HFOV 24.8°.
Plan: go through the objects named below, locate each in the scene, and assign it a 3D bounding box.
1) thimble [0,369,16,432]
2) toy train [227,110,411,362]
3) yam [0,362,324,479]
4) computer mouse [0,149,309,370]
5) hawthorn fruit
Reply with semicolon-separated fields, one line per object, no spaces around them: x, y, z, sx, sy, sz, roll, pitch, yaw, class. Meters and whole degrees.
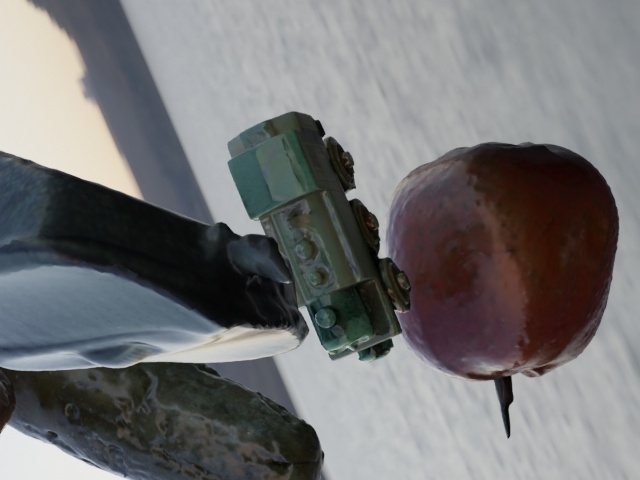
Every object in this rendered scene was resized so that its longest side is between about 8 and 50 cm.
-0.335;0.157;1.034;0.162;0.239;0.239;35;180;-8;thimble
0.000;0.000;1.078;0.194;0.081;0.125;67;-163;7;toy train
-0.149;0.140;1.236;0.330;0.133;0.133;20;155;20;yam
-0.093;0.010;0.468;0.229;0.068;0.113;16;178;45;computer mouse
0.190;0.053;1.498;0.254;0.254;0.300;103;162;-83;hawthorn fruit
